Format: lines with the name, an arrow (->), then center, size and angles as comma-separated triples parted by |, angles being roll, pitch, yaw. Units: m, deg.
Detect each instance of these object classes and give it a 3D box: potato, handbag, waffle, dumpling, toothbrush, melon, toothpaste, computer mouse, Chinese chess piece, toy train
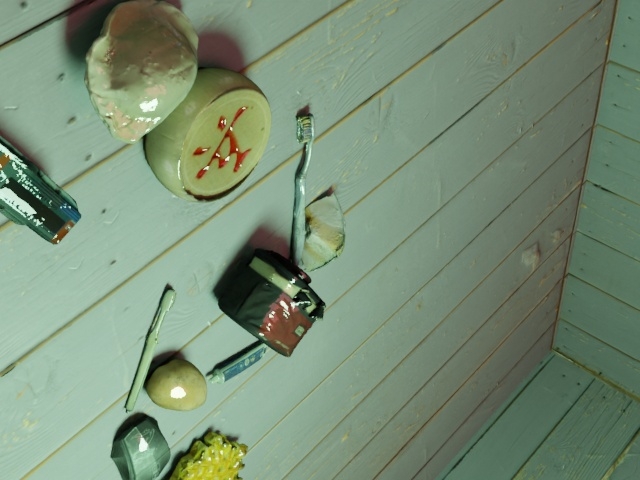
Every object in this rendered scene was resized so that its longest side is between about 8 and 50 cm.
potato -> -0.301, 0.307, 2.022 | 0.147, 0.112, 0.112 | 25, 95, -53
handbag -> -0.094, 0.137, 2.105 | 0.181, 0.181, 0.254 | -54, 152, -6
waffle -> -0.305, 0.609, 2.317 | 0.329, 0.062, 0.329 | -38, 145, -32
dumpling -> -0.283, -0.288, 1.512 | 0.179, 0.131, 0.252 | 50, 60, -36
toothbrush -> -0.349, 0.227, 1.952 | 0.294, 0.026, 0.028 | -67, 164, 13
melon -> 0.005, 0.002, 2.203 | 0.093, 0.139, 0.203 | -1, 119, -33
toothpaste -> -0.190, 0.290, 2.236 | 0.197, 0.034, 0.057 | -27, 143, -47
computer mouse -> -0.378, 0.473, 2.080 | 0.126, 0.071, 0.231 | -39, 145, -31
toothbrush -> -0.043, -0.098, 2.115 | 0.042, 0.035, 0.414 | -15, 131, -24
Chinese chess piece -> -0.201, -0.191, 1.732 | 0.249, 0.103, 0.250 | -37, 145, -32
toy train -> -0.492, -0.119, 1.374 | 0.089, 0.086, 0.409 | -52, 149, -9
